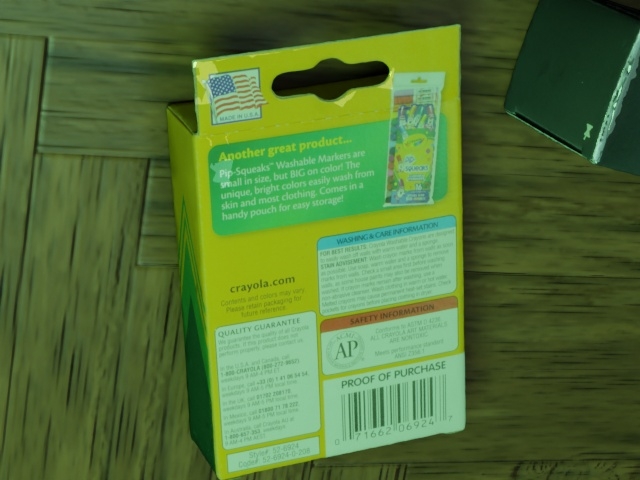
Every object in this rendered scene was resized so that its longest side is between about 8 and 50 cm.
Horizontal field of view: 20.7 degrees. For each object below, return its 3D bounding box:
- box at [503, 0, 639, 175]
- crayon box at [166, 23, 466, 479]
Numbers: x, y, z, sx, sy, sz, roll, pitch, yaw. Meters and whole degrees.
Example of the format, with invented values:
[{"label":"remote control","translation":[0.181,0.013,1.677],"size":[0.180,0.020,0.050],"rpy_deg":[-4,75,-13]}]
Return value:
[{"label":"box","translation":[0.269,-0.105,1.318],"size":[0.207,0.153,0.108],"rpy_deg":[13,104,-26]},{"label":"crayon box","translation":[0.000,0.000,1.292],"size":[0.203,0.083,0.323],"rpy_deg":[-9,113,-18]}]
